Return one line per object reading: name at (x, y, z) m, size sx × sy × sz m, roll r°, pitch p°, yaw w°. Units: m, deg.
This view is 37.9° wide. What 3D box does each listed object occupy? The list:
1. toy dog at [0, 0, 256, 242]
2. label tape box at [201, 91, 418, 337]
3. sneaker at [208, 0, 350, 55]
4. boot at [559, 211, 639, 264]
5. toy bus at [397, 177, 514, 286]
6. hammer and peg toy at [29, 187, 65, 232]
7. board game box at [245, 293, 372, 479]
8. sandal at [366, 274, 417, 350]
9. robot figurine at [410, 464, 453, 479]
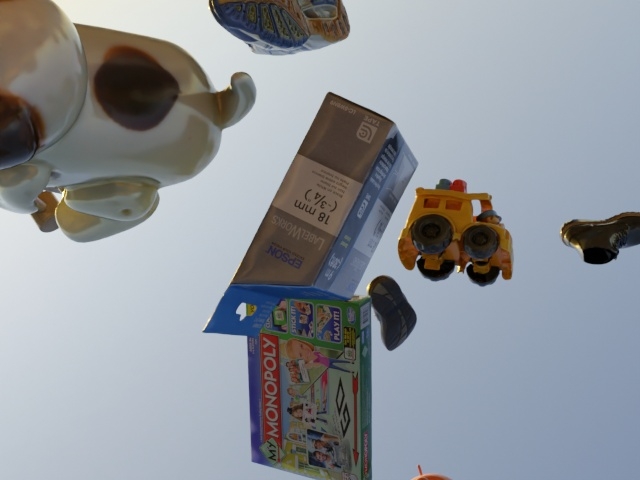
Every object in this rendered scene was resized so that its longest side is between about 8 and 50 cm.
toy dog at (-0.315, -0.156, 1.125) m, size 0.396 × 0.284 × 0.408 m, roll 3°, pitch 174°, yaw 24°
label tape box at (0.000, 0.000, 1.233) m, size 0.333 × 0.106 × 0.240 m, roll -63°, pitch 165°, yaw -1°
sneaker at (-0.078, -0.308, 1.346) m, size 0.131 × 0.111 × 0.296 m, roll -15°, pitch 176°, yaw 32°
boot at (0.578, 0.006, 1.805) m, size 0.198 × 0.076 × 0.137 m, roll -9°, pitch -159°, yaw 1°
toy bus at (0.279, -0.033, 1.835) m, size 0.220 × 0.149 × 0.211 m, roll 7°, pitch -120°, yaw 17°
hammer and peg toy at (-0.378, -0.126, 1.604) m, size 0.361 × 0.127 × 0.266 m, roll -39°, pitch 168°, yaw 8°
board game box at (-0.019, 0.232, 1.513) m, size 0.214 × 0.317 × 0.046 m, roll 7°, pitch -164°, yaw 29°
sandal at (0.134, 0.139, 1.884) m, size 0.090 × 0.219 × 0.060 m, roll -38°, pitch -134°, yaw -8°
robot figurine at (0.195, 0.477, 1.549) m, size 0.128 × 0.158 × 0.219 m, roll -55°, pitch -157°, yaw 21°
